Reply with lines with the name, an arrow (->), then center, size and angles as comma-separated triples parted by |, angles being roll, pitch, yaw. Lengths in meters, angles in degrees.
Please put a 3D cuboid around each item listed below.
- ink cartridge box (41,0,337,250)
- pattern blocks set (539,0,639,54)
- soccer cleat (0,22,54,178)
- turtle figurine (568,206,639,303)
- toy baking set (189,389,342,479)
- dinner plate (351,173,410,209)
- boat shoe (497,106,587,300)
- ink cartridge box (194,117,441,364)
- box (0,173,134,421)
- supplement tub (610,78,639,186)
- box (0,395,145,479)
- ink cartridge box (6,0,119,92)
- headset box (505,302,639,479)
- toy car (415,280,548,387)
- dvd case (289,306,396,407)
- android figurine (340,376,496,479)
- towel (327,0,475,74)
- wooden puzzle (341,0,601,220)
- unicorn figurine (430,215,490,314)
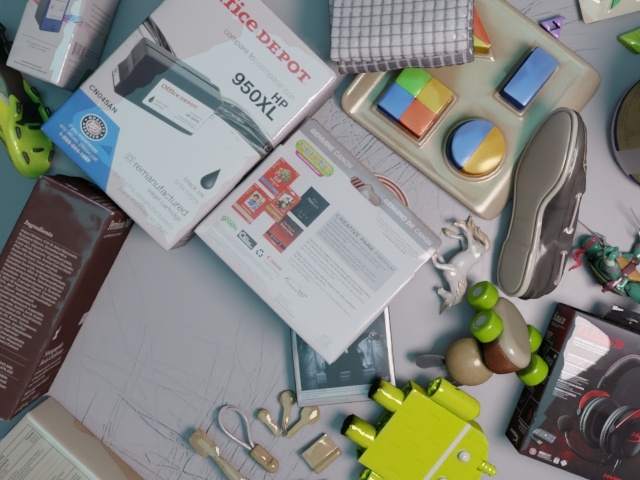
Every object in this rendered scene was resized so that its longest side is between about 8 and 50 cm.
ink cartridge box -> -0.205, -0.221, 1.276 | 0.285, 0.166, 0.395 | 44, 92, -3
pattern blocks set -> 0.519, -0.464, 1.331 | 0.325, 0.026, 0.285 | -29, 93, 1
soccer cleat -> -0.552, -0.239, 1.330 | 0.121, 0.093, 0.289 | -17, 99, 31
turtle figurine -> 0.529, 0.046, 1.319 | 0.234, 0.175, 0.118 | 48, 137, 15
toy baking set -> -0.095, 0.379, 1.381 | 0.256, 0.030, 0.196 | -14, 87, -6
dinner plate -> 0.088, -0.047, 1.361 | 0.141, 0.017, 0.141 | 0, 94, -1
boat shoe -> 0.388, -0.057, 1.301 | 0.096, 0.112, 0.335 | 3, 110, -28
ink cartridge box -> 0.000, 0.000, 1.286 | 0.272, 0.130, 0.309 | -45, 87, -2
box -> -0.460, 0.086, 1.285 | 0.143, 0.191, 0.381 | 26, 94, -2
supplement tub -> 0.616, -0.180, 1.202 | 0.229, 0.316, 0.228 | 0, 94, 0
box -> -0.421, 0.434, 1.337 | 0.311, 0.121, 0.148 | 44, 92, -2
ink cartridge box -> -0.415, -0.361, 1.274 | 0.093, 0.154, 0.212 | 22, 94, 1
headset box -> 0.481, 0.256, 1.331 | 0.218, 0.110, 0.293 | 21, 93, -1
toy car -> 0.265, 0.192, 1.331 | 0.188, 0.149, 0.155 | -36, 114, 27
dvd case -> 0.036, 0.168, 1.363 | 0.180, 0.029, 0.238 | -6, 92, 0
android figurine -> 0.179, 0.360, 1.348 | 0.273, 0.056, 0.248 | 36, 100, -8
towel -> 0.137, -0.419, 1.257 | 0.235, 0.121, 0.283 | 0, 81, 19
wooden puzzle -> 0.261, -0.256, 1.317 | 0.348, 0.080, 0.322 | 38, 92, -2
unicorn figurine -> 0.236, 0.040, 1.344 | 0.162, 0.060, 0.111 | -43, 92, 3
